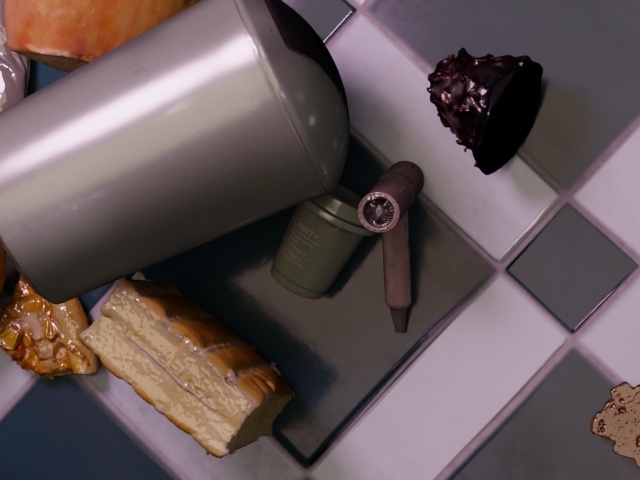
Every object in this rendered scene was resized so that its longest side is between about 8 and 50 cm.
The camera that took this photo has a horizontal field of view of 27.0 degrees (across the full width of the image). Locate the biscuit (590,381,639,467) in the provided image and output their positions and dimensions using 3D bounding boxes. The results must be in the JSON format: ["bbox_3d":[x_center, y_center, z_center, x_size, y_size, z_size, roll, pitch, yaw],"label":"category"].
[{"bbox_3d":[0.407,0.237,1.666,0.119,0.019,0.130,-32,82,10],"label":"biscuit"}]

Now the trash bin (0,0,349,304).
[{"bbox_3d":[-0.178,-0.121,1.608,0.432,0.280,0.280,-25,83,3],"label":"trash bin"}]

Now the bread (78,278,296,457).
[{"bbox_3d":[-0.158,0.160,1.693,0.239,0.246,0.111,39,95,8],"label":"bread"}]

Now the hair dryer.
[{"bbox_3d":[0.087,0.025,1.676,0.054,0.195,0.220,5,105,12],"label":"hair dryer"}]

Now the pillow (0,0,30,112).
[{"bbox_3d":[-0.475,-0.250,1.867,0.169,0.059,0.255,-2,89,16],"label":"pillow"}]

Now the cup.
[{"bbox_3d":[0.000,0.000,1.723,0.120,0.120,0.141,31,104,12],"label":"cup"}]

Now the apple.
[{"bbox_3d":[-0.282,-0.370,1.756,0.252,0.314,0.309,11,92,55],"label":"apple"}]

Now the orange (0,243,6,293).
[{"bbox_3d":[-0.540,0.039,1.815,0.219,0.193,0.219,0,102,2],"label":"orange"}]

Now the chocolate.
[{"bbox_3d":[0.190,-0.177,1.678,0.133,0.156,0.156,27,95,28],"label":"chocolate"}]

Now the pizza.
[{"bbox_3d":[-0.397,0.118,1.840,0.161,0.062,0.182,-18,86,18],"label":"pizza"}]
